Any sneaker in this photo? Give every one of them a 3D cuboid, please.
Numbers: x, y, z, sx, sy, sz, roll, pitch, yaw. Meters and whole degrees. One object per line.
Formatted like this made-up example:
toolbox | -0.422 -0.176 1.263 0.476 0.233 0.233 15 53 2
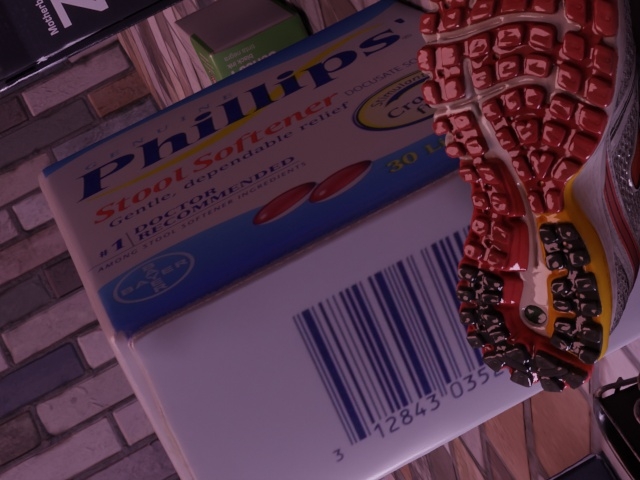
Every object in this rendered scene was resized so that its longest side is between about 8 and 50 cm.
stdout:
sneaker | 0.101 -0.050 0.602 0.088 0.093 0.225 12 122 28

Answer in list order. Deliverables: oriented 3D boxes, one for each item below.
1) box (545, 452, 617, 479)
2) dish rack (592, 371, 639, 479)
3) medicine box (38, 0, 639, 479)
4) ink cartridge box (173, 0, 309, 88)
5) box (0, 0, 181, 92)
box | 0.197 0.354 1.057 0.296 0.183 0.294 59 170 18
dish rack | 0.194 0.082 0.525 0.208 0.074 0.271 56 170 31
medicine box | 0.000 0.000 0.790 0.149 0.264 0.289 66 171 -25
ink cartridge box | -0.039 -0.114 1.286 0.219 0.093 0.160 66 172 -25
box | -0.255 -0.341 1.073 0.394 0.318 0.097 66 171 -25
